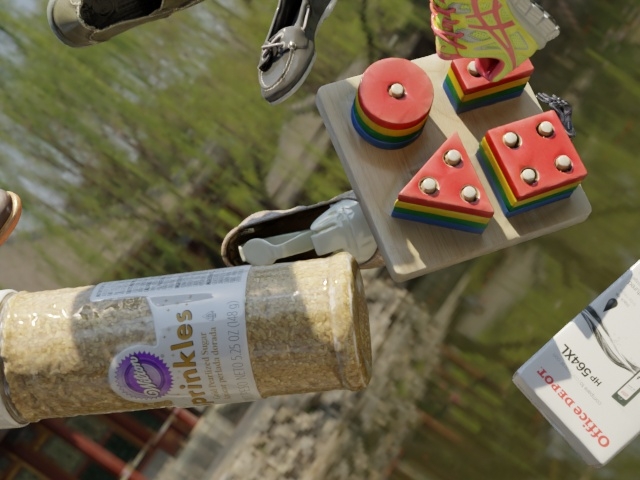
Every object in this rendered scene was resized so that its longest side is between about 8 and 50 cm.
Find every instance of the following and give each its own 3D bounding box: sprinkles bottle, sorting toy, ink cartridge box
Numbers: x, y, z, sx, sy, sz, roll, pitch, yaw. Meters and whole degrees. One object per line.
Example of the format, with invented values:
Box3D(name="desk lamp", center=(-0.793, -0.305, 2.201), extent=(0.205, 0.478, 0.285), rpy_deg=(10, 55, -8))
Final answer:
Box3D(name="sprinkles bottle", center=(-0.138, 0.087, 1.054), extent=(0.121, 0.355, 0.121), rpy_deg=(-7, -90, -83))
Box3D(name="sorting toy", center=(0.160, -0.115, 1.424), extent=(0.255, 0.257, 0.089), rpy_deg=(-18, -20, -15))
Box3D(name="ink cartridge box", center=(0.348, 0.146, 1.428), extent=(0.203, 0.148, 0.086), rpy_deg=(-42, -12, -4))

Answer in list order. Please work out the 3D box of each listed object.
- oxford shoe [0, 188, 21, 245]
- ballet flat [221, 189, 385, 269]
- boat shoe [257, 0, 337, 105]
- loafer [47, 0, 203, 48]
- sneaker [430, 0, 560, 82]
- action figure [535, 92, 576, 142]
Box3D(name="oxford shoe", center=(-0.645, 0.003, 1.912), extent=(0.363, 0.130, 0.133), rpy_deg=(-26, -41, 1))
Box3D(name="ballet flat", center=(0.000, 0.000, 1.558), extent=(0.316, 0.108, 0.106), rpy_deg=(-13, 5, 38))
Box3D(name="boat shoe", center=(-0.059, -0.363, 2.133), extent=(0.112, 0.095, 0.335), rpy_deg=(-26, 30, 36))
Box3D(name="loafer", center=(-0.165, -0.275, 1.290), extent=(0.251, 0.094, 0.087), rpy_deg=(-34, 22, -12))
Box3D(name="sneaker", center=(0.129, -0.204, 1.083), extent=(0.094, 0.208, 0.081), rpy_deg=(-48, 43, 12))
Box3D(name="action figure", center=(0.288, -0.116, 1.931), extent=(0.164, 0.141, 0.276), rpy_deg=(-12, -38, -40))
